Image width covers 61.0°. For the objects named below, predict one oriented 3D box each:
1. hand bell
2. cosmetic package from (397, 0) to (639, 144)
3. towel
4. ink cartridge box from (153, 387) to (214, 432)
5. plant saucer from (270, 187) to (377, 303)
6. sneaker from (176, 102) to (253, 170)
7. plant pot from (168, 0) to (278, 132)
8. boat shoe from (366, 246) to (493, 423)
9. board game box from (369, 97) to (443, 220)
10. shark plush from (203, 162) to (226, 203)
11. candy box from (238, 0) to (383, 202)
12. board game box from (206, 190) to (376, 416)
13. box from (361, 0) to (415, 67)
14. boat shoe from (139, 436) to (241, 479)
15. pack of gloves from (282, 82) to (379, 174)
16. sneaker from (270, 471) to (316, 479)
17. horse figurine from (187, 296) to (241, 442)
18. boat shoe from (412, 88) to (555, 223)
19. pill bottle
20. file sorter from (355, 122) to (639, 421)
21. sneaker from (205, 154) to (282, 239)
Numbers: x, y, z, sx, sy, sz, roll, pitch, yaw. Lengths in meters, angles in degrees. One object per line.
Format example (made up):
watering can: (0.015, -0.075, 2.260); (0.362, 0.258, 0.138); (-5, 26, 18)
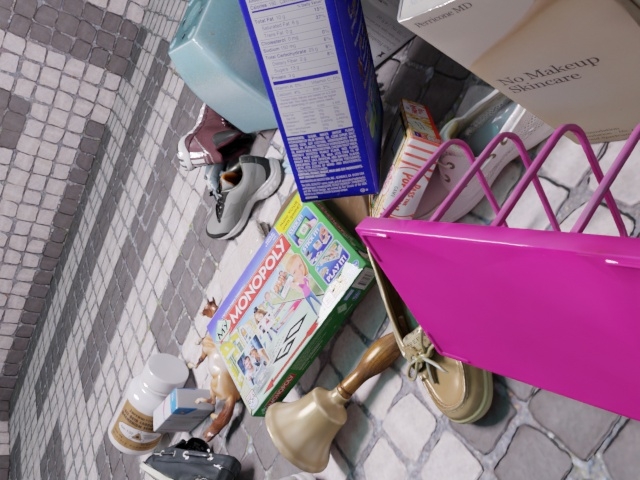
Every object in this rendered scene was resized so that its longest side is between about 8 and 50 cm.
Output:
hand bell: (0.043, 0.217, 0.803); (0.242, 0.126, 0.126); (-47, 42, 15)
cosmetic package: (0.237, -0.199, 0.493); (0.160, 0.310, 0.113); (-1, 76, 54)
towel: (-0.136, 0.103, 1.114); (0.187, 0.049, 0.282); (-56, 39, 25)
ink cartridge box: (-0.305, 0.377, 1.203); (0.122, 0.089, 0.052); (-47, 43, 33)
plant saucer: (0.000, 0.000, 0.940); (0.278, 0.041, 0.277); (-17, 63, 38)
sneaker: (-0.234, -0.273, 1.369); (0.163, 0.106, 0.281); (1, 48, 18)
plant pot: (-0.165, -0.401, 1.145); (0.248, 0.252, 0.247); (9, 76, 55)
boat shoe: (0.129, 0.102, 0.715); (0.104, 0.089, 0.285); (-48, 43, 31)
board game box: (0.112, -0.103, 0.763); (0.193, 0.045, 0.146); (-82, 10, -61)
shark plush: (-0.270, -0.170, 1.400); (0.067, 0.073, 0.161); (-15, 55, 16)
candy box: (0.002, -0.257, 0.750); (0.122, 0.317, 0.268); (-7, 35, 13)
board game box: (-0.058, 0.101, 0.898); (0.317, 0.046, 0.213); (-55, 47, 16)
box: (0.053, -0.424, 0.941); (0.119, 0.181, 0.181); (-30, 54, 41)
boat shoe: (-0.262, 0.458, 1.102); (0.340, 0.127, 0.113); (-24, 29, 56)
pack of gloves: (0.025, -0.210, 1.037); (0.232, 0.046, 0.195); (2, 68, 51)
sneaker: (-0.113, 0.488, 0.847); (0.114, 0.152, 0.305); (39, 110, 50)
horse figurine: (-0.218, 0.271, 1.129); (0.174, 0.066, 0.263); (-42, 55, 41)
boat shoe: (0.190, -0.119, 0.712); (0.277, 0.096, 0.098); (-48, 46, 33)
pill bottle: (-0.408, 0.390, 1.303); (0.229, 0.131, 0.131); (-60, 38, 19)
file sorter: (0.225, 0.011, 0.500); (0.182, 0.202, 0.291); (-48, 30, -22)
sneaker: (-0.198, -0.101, 1.227); (0.271, 0.108, 0.100); (-46, 46, 36)
